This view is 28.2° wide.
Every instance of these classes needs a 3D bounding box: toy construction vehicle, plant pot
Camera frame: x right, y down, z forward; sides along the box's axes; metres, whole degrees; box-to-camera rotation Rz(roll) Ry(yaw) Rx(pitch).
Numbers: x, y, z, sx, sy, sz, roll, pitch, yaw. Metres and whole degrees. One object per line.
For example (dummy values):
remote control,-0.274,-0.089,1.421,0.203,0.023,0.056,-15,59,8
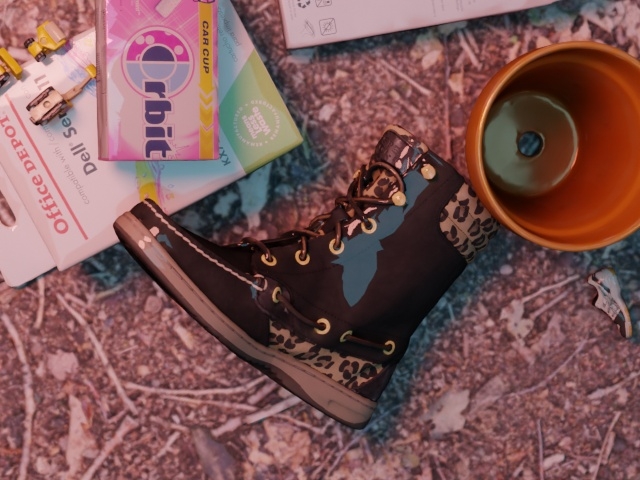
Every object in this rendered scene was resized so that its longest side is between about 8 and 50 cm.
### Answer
toy construction vehicle,-0.274,-0.157,1.236,0.098,0.035,0.086,-43,84,-3
plant pot,0.238,-0.100,1.324,0.205,0.188,0.205,-1,96,-7

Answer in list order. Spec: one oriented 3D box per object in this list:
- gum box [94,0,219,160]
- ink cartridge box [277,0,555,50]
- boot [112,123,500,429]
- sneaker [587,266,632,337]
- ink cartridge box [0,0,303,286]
gum box,-0.157,-0.170,1.215,0.107,0.062,0.188,-2,95,-20
ink cartridge box,0.112,-0.309,1.355,0.333,0.065,0.165,-9,96,-3
boot,0.000,0.000,1.303,0.377,0.138,0.284,40,89,-32
sneaker,0.326,0.073,1.436,0.037,0.032,0.083,-20,93,11
ink cartridge box,-0.220,-0.107,1.318,0.354,0.119,0.207,-29,97,-1
